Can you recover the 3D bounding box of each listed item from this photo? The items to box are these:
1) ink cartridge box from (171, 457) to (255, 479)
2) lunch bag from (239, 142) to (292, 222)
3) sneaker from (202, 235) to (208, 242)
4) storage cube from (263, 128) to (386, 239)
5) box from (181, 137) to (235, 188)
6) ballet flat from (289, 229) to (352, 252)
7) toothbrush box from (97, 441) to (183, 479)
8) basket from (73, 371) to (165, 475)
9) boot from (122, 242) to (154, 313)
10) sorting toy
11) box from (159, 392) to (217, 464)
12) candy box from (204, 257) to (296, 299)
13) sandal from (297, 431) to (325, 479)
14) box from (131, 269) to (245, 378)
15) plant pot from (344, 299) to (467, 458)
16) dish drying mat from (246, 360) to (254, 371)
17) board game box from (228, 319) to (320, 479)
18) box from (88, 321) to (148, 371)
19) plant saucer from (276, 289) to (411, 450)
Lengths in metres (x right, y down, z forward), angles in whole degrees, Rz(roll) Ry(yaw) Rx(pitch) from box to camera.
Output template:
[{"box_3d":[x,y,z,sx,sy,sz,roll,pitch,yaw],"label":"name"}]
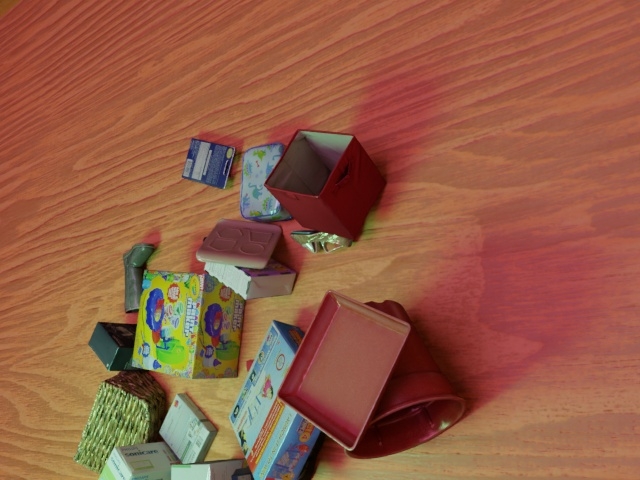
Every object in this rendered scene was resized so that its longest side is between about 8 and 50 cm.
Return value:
[{"box_3d":[-0.261,0.624,1.677,0.154,0.212,0.093,-16,68,37],"label":"ink cartridge box"},{"box_3d":[-0.148,-0.162,1.816,0.176,0.090,0.219,-6,78,38],"label":"lunch bag"},{"box_3d":[-0.289,0.007,1.909,0.162,0.073,0.064,-6,78,39],"label":"sneaker"},{"box_3d":[0.016,-0.138,1.574,0.215,0.193,0.184,14,67,39],"label":"storage cube"},{"box_3d":[-0.348,-0.243,2.032,0.225,0.036,0.137,18,94,42],"label":"box"},{"box_3d":[0.000,0.000,1.678,0.206,0.073,0.067,-6,92,43],"label":"ballet flat"},{"box_3d":[-0.555,0.751,1.898,0.122,0.206,0.283,37,104,38],"label":"toothbrush box"},{"box_3d":[-0.608,0.583,2.050,0.213,0.223,0.299,22,97,7],"label":"basket"},{"box_3d":[-0.614,0.128,2.155,0.189,0.076,0.209,-32,55,47],"label":"boot"},{"box_3d":[-0.218,0.011,1.745,0.192,0.208,0.038,7,120,6],"label":"sorting toy"},{"box_3d":[-0.398,0.572,1.913,0.186,0.038,0.145,33,102,38],"label":"box"},{"box_3d":[-0.194,0.086,1.752,0.196,0.164,0.070,28,110,40],"label":"candy box"},{"box_3d":[-0.058,0.549,1.609,0.060,0.090,0.219,32,104,56],"label":"sandal"},{"box_3d":[-0.383,0.242,1.876,0.279,0.177,0.290,0,81,39],"label":"box"},{"box_3d":[0.137,0.292,1.394,0.272,0.272,0.265,-42,50,26],"label":"plant pot"},{"box_3d":[-0.176,0.352,1.792,0.083,0.008,0.032,-9,77,37],"label":"dish drying mat"},{"box_3d":[-0.100,0.405,1.598,0.308,0.086,0.302,-65,29,10],"label":"board game box"},{"box_3d":[-0.640,0.345,2.079,0.156,0.158,0.093,35,104,38],"label":"box"},{"box_3d":[0.051,0.253,1.288,0.259,0.047,0.259,19,80,51],"label":"plant saucer"}]
